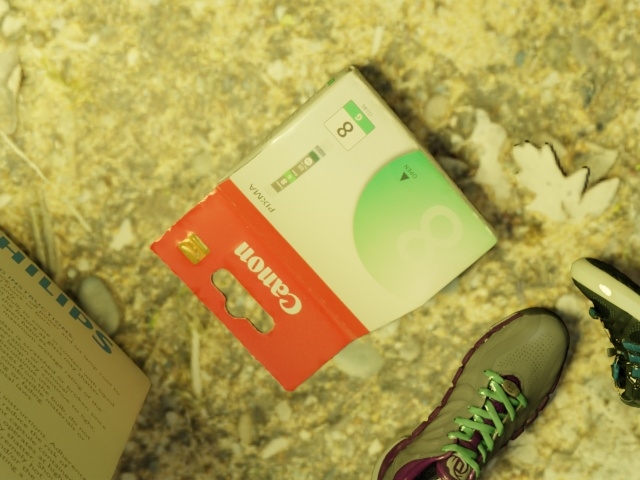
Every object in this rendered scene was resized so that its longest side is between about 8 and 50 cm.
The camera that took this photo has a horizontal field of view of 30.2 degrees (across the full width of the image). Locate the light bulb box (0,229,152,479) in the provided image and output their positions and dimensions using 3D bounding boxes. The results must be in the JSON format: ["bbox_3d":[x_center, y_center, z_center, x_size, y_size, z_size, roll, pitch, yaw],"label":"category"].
[{"bbox_3d":[-0.338,0.195,0.835,0.358,0.361,0.225,-42,100,8],"label":"light bulb box"}]

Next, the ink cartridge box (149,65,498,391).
[{"bbox_3d":[0.000,0.000,0.954,0.224,0.056,0.181,-41,101,6],"label":"ink cartridge box"}]

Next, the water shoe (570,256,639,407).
[{"bbox_3d":[0.269,0.099,0.973,0.203,0.073,0.080,41,102,-9],"label":"water shoe"}]

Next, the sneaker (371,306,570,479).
[{"bbox_3d":[0.132,0.157,0.970,0.083,0.098,0.224,36,101,-9],"label":"sneaker"}]
